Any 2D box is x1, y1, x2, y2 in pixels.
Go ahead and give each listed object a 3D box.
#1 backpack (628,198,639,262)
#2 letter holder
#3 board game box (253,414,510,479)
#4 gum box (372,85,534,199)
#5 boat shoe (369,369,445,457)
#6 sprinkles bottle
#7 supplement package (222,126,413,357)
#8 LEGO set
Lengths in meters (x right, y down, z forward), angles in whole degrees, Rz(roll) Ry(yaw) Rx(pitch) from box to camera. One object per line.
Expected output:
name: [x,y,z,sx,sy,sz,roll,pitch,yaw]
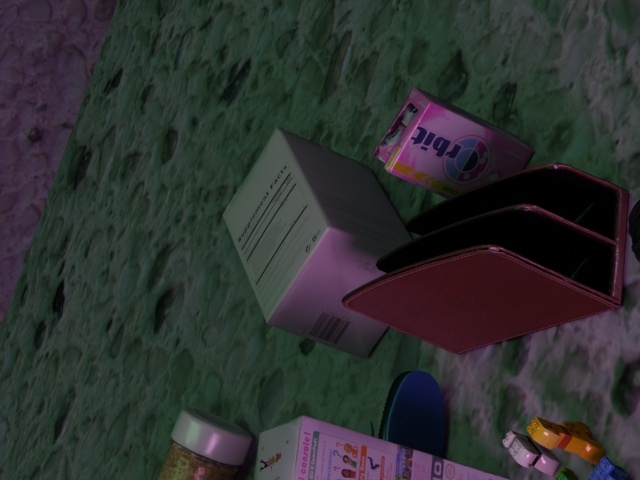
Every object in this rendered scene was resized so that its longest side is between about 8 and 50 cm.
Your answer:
backpack: [0.395,-0.015,1.654,0.120,0.101,0.098,-45,33,43]
letter holder: [0.188,0.012,1.871,0.302,0.214,0.152,-24,52,53]
board game box: [0.068,0.350,1.754,0.097,0.303,0.224,-28,47,50]
gum box: [0.170,-0.116,2.015,0.107,0.188,0.062,-60,29,14]
boat shoe: [0.090,0.292,1.965,0.089,0.109,0.258,-23,50,57]
sprinkles bottle: [-0.223,0.442,2.381,0.121,0.121,0.355,24,92,61]
supplement package: [0.000,0.000,2.239,0.175,0.177,0.293,-57,30,21]
LEGO set: [0.267,0.250,1.701,0.087,0.093,0.227,-60,30,15]
